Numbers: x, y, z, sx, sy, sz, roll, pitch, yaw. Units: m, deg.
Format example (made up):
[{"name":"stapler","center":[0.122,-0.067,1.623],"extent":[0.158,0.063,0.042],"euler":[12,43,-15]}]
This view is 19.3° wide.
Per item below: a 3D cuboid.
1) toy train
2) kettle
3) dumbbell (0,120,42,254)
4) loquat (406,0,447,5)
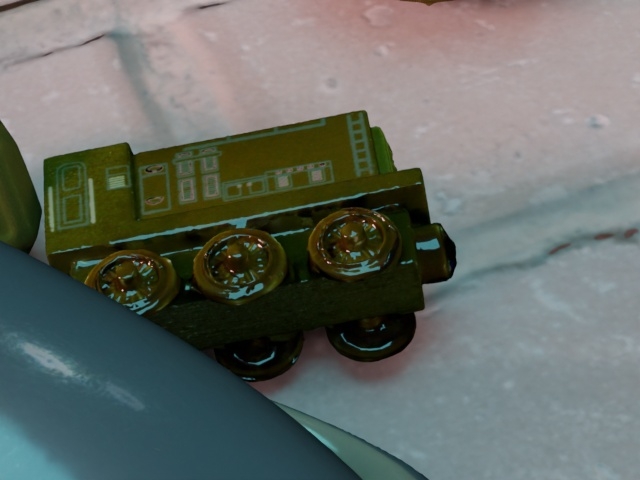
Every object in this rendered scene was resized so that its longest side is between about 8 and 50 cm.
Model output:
[{"name":"toy train","center":[-0.043,0.003,1.022],"extent":[0.225,0.090,0.137],"euler":[-10,48,1]},{"name":"kettle","center":[-0.079,0.140,0.841],"extent":[0.342,0.247,0.319],"euler":[22,27,10]},{"name":"dumbbell","center":[-0.300,0.016,1.014],"extent":[0.302,0.121,0.108],"euler":[-26,25,-18]},{"name":"loquat","center":[0.071,-0.248,1.186],"extent":[0.213,0.213,0.213],"euler":[-1,49,1]}]
